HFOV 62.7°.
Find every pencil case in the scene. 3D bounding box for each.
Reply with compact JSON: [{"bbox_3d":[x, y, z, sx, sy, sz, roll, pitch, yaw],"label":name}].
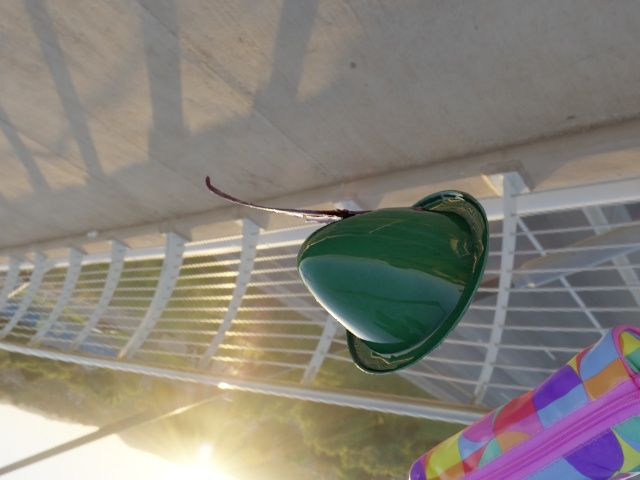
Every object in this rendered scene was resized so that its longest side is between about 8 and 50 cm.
[{"bbox_3d":[0.173,0.167,0.411,0.104,0.104,0.236,28,121,-22],"label":"pencil case"}]

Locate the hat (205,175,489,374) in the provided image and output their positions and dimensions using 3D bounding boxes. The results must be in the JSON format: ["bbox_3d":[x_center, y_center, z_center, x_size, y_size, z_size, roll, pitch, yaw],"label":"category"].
[{"bbox_3d":[0.000,0.000,0.440,0.184,0.173,0.208,29,140,-21],"label":"hat"}]
